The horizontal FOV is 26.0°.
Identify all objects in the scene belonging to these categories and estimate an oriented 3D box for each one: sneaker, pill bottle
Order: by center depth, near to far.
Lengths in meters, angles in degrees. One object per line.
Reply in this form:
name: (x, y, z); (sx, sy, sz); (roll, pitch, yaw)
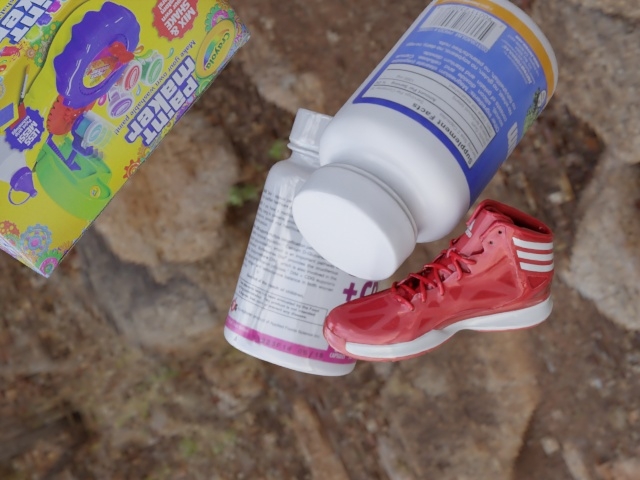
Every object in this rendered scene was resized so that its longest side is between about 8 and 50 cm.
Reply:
sneaker: (0.106, 0.025, 1.234); (0.087, 0.221, 0.128); (-128, 31, -50)
pill bottle: (0.094, -0.095, 1.285); (0.152, 0.272, 0.152); (29, 151, 18)
pill bottle: (0.000, 0.000, 1.600); (0.160, 0.160, 0.283); (25, 100, 56)

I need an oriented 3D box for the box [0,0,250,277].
box: (-0.274, -0.169, 1.246); (0.279, 0.290, 0.177); (27, 163, 40)
